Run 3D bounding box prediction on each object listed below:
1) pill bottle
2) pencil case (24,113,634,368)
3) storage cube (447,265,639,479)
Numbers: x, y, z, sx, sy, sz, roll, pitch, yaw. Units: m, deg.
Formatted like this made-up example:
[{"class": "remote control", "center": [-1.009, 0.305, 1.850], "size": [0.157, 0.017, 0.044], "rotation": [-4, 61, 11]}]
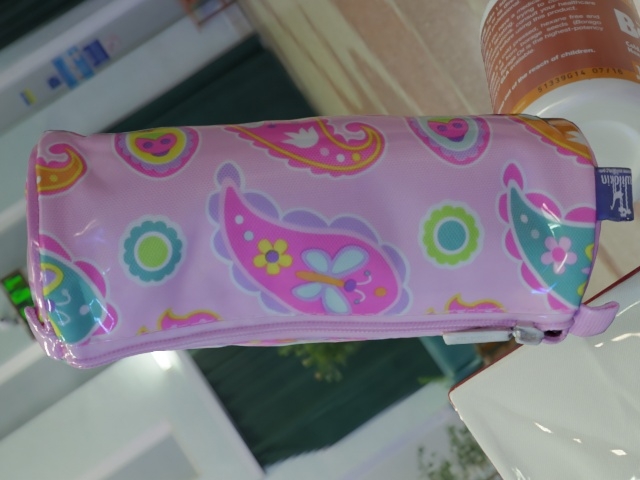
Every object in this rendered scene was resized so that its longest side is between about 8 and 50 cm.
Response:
[{"class": "pill bottle", "center": [0.183, -0.131, 0.858], "size": [0.216, 0.121, 0.121], "rotation": [-92, -20, -44]}, {"class": "pencil case", "center": [0.000, 0.000, 0.571], "size": [0.124, 0.284, 0.124], "rotation": [178, 90, -82]}, {"class": "storage cube", "center": [0.229, 0.102, 0.689], "size": [0.193, 0.215, 0.184], "rotation": [-12, -112, -56]}]
